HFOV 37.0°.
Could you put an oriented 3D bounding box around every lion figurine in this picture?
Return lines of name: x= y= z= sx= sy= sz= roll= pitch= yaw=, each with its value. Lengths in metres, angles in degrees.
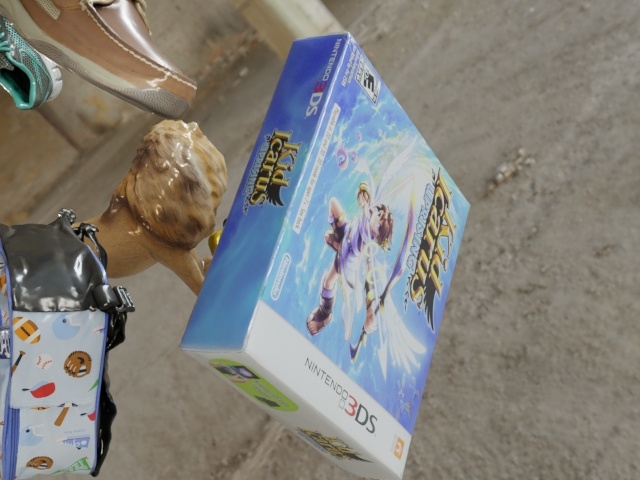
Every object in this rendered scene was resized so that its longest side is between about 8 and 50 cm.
lion figurine: x=-0.284 y=0.006 z=1.310 sx=0.392 sy=0.240 sz=0.142 roll=-27 pitch=34 yaw=8

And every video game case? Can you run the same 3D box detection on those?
video game case: x=0.023 y=0.019 z=0.757 sx=0.061 sy=0.244 sz=0.270 roll=0 pitch=59 yaw=33

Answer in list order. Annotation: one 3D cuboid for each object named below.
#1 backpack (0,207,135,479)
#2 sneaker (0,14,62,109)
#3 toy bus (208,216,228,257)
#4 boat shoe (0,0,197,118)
backpack: x=-0.316 y=0.127 z=1.032 sx=0.213 sy=0.264 sz=0.276 roll=-7 pitch=20 yaw=-18
sneaker: x=-0.353 y=-0.220 z=1.077 sx=0.065 sy=0.167 sz=0.076 roll=-21 pitch=29 yaw=17
toy bus: x=0.000 y=0.000 z=1.156 sx=0.220 sy=0.150 sz=0.211 roll=-26 pitch=4 yaw=-21
boat shoe: x=-0.231 y=-0.232 z=0.928 sx=0.116 sy=0.324 sz=0.123 roll=-55 pitch=-25 yaw=6
